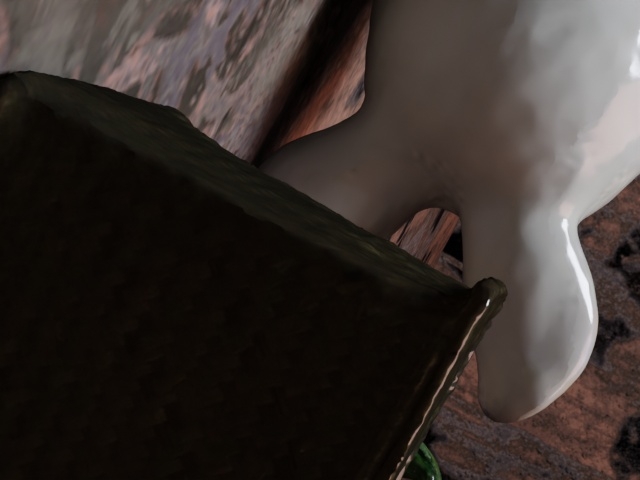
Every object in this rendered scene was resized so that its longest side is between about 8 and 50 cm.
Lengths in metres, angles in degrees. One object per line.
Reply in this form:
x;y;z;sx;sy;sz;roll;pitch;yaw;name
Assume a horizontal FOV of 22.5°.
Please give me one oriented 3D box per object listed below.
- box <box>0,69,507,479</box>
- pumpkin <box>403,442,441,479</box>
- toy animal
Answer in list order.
-0.069;0.099;0.493;0.273;0.143;0.184;-62;174;3;box
-0.012;0.107;0.971;0.194;0.150;0.194;-177;-90;-77;pumpkin
0.106;-0.109;0.773;0.367;0.196;0.241;-66;165;16;toy animal
